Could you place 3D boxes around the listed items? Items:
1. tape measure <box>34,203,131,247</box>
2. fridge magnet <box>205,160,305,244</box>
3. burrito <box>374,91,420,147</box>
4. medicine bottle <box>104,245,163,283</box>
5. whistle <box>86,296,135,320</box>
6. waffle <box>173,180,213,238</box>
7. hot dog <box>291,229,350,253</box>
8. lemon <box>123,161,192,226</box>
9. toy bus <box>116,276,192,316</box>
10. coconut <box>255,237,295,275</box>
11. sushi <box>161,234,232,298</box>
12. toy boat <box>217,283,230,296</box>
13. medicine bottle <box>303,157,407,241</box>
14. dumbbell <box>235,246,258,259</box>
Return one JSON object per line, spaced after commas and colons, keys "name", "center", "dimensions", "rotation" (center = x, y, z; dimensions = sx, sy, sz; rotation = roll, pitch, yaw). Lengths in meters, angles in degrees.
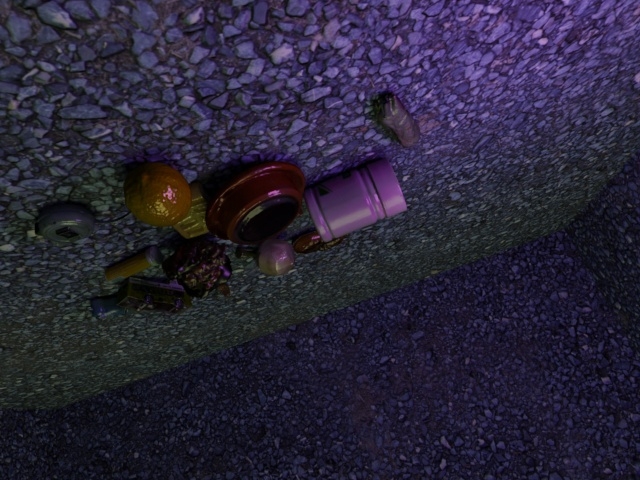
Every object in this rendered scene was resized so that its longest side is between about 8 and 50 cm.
{"name": "tape measure", "center": [-0.665, -0.072, 1.424], "dimensions": [0.331, 0.084, 0.164], "rotation": [-20, 163, 6]}
{"name": "fridge magnet", "center": [-0.203, -0.115, 1.593], "dimensions": [0.364, 0.155, 0.363], "rotation": [-27, 157, -13]}
{"name": "burrito", "center": [0.242, -0.366, 1.513], "dimensions": [0.096, 0.066, 0.309], "rotation": [-32, 156, 16]}
{"name": "medicine bottle", "center": [-0.698, 0.094, 1.810], "dimensions": [0.218, 0.073, 0.074], "rotation": [-23, 158, 13]}
{"name": "whistle", "center": [-0.870, 0.282, 2.104], "dimensions": [0.269, 0.093, 0.180], "rotation": [-6, 162, -46]}
{"name": "waffle", "center": [-0.424, -0.091, 1.615], "dimensions": [0.168, 0.057, 0.274], "rotation": [-20, 158, 1]}
{"name": "hot dog", "center": [0.000, 0.000, 2.162], "dimensions": [0.271, 0.081, 0.162], "rotation": [-18, 160, -6]}
{"name": "lemon", "center": [-0.451, -0.125, 1.351], "dimensions": [0.181, 0.180, 0.193], "rotation": [-21, 180, 3]}
{"name": "toy bus", "center": [-0.696, 0.230, 2.056], "dimensions": [0.113, 0.139, 0.302], "rotation": [-34, 146, 31]}
{"name": "coconut", "center": [-0.181, 0.069, 2.045], "dimensions": [0.162, 0.160, 0.161], "rotation": [10, 165, 17]}
{"name": "sushi", "center": [-0.468, 0.082, 1.807], "dimensions": [0.238, 0.225, 0.219], "rotation": [-60, 143, -10]}
{"name": "toy boat", "center": [-0.471, 0.239, 2.371], "dimensions": [0.047, 0.048, 0.149], "rotation": [-18, 158, -1]}
{"name": "medicine bottle", "center": [0.122, -0.144, 1.747], "dimensions": [0.326, 0.212, 0.212], "rotation": [-22, 158, 7]}
{"name": "dumbbell", "center": [-0.307, 0.055, 2.070], "dimensions": [0.046, 0.052, 0.118], "rotation": [-21, 163, 37]}
